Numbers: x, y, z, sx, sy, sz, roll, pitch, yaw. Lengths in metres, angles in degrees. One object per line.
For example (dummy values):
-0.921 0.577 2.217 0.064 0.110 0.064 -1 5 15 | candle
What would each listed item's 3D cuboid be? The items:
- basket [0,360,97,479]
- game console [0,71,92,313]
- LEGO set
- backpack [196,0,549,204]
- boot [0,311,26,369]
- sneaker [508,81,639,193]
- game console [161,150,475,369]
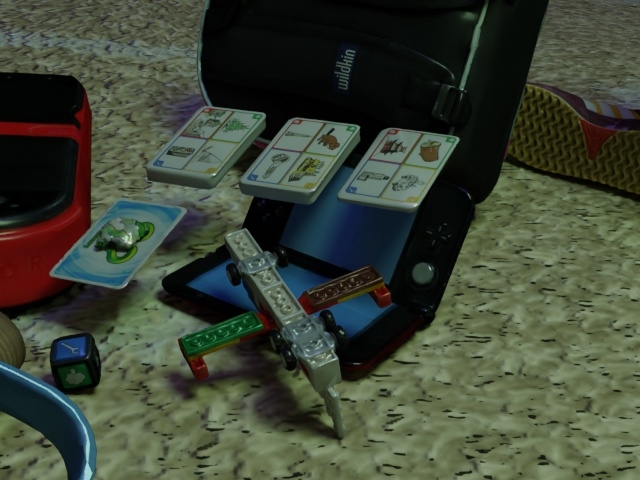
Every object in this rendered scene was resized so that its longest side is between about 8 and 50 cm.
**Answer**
-0.233 0.077 0.288 0.289 0.201 0.254 29 43 0 | basket
-0.346 -0.050 0.715 0.387 0.060 0.342 1 23 -12 | game console
-0.042 0.012 0.622 0.183 0.060 0.244 9 40 22 | LEGO set
0.038 -0.155 0.835 0.254 0.225 0.191 16 4 29 | backpack
-0.250 0.061 0.480 0.197 0.072 0.152 10 31 19 | boot
0.230 -0.086 0.925 0.186 0.069 0.084 26 22 23 | sneaker
0.000 0.000 0.655 0.144 0.124 0.085 21 -2 25 | game console
